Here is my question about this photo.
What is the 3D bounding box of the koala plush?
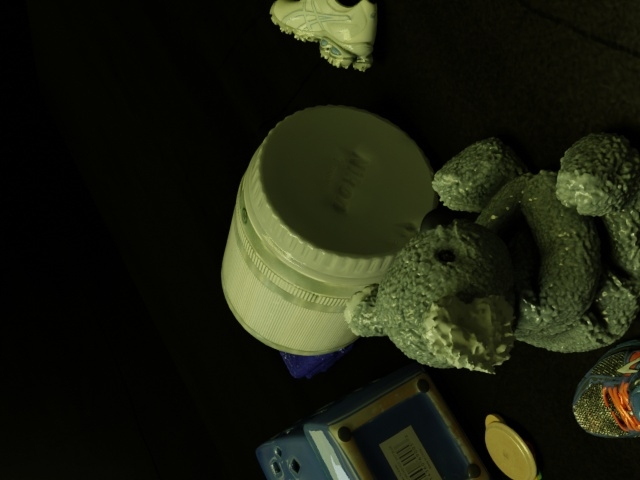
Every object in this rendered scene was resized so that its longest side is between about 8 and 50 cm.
[{"bbox_3d":[0.141,0.036,0.573,0.196,0.221,0.203,9,119,60],"label":"koala plush"}]

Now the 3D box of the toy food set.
[{"bbox_3d":[0.231,0.255,0.821,0.083,0.020,0.082,19,128,57],"label":"toy food set"}]

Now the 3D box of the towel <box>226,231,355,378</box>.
[{"bbox_3d":[-0.064,0.086,1.185,0.308,0.076,0.227,59,155,14],"label":"towel"}]

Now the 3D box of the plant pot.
[{"bbox_3d":[0.081,0.316,0.930,0.235,0.236,0.212,60,148,15],"label":"plant pot"}]

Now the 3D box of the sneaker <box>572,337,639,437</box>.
[{"bbox_3d":[0.273,0.123,0.550,0.083,0.087,0.221,60,154,14],"label":"sneaker"}]

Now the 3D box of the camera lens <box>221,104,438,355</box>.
[{"bbox_3d":[0.000,0.000,0.818,0.219,0.220,0.274,57,153,19],"label":"camera lens"}]

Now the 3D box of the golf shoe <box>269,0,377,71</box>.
[{"bbox_3d":[0.009,-0.264,0.784,0.176,0.069,0.086,41,125,37],"label":"golf shoe"}]

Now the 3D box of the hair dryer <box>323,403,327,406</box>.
[{"bbox_3d":[0.088,0.419,1.211,0.223,0.080,0.293,92,154,-70],"label":"hair dryer"}]
